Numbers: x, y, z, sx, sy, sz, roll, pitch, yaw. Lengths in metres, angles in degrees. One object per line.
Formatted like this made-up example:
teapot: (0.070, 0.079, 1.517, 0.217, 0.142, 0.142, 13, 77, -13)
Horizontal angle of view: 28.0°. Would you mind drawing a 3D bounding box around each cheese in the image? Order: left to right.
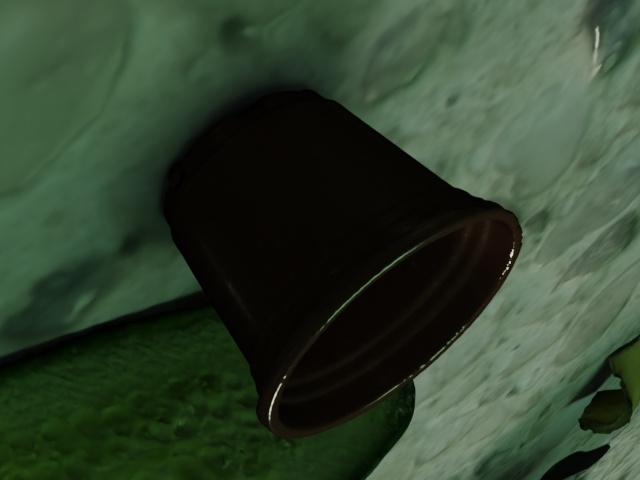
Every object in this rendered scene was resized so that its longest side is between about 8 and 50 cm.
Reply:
cheese: (0.259, 0.124, 1.095, 0.060, 0.041, 0.084, -32, 148, -52)

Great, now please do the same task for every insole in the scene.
insole: (0.264, 0.231, 1.328, 0.153, 0.002, 0.053, -2, 135, -54)

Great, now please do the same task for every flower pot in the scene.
flower pot: (0.000, 0.000, 0.447, 0.111, 0.089, 0.111, -33, 155, -18)

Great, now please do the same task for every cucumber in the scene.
cucumber: (-0.057, 0.090, 0.484, 0.244, 0.115, 0.063, -17, 152, -41)
